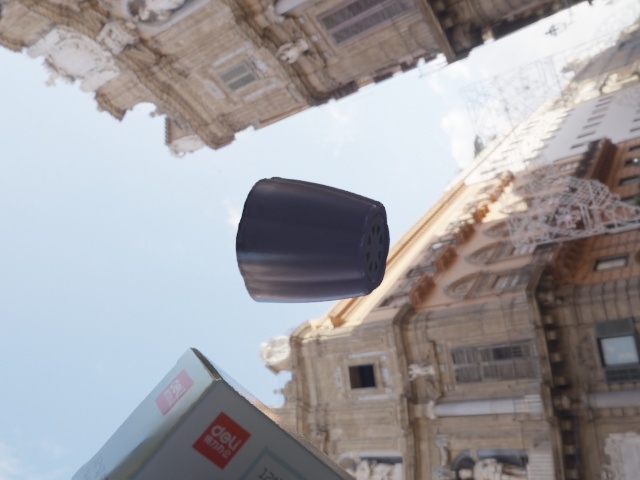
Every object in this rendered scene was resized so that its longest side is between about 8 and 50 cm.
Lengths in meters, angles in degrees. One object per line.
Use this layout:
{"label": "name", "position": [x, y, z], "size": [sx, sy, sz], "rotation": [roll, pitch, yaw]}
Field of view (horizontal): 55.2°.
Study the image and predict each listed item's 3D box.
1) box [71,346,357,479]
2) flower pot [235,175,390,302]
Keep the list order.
{"label": "box", "position": [-0.042, 0.217, 0.468], "size": [0.135, 0.079, 0.269], "rotation": [-49, -65, -10]}
{"label": "flower pot", "position": [0.000, 0.000, 1.209], "size": [0.265, 0.243, 0.265], "rotation": [2, -90, -66]}
